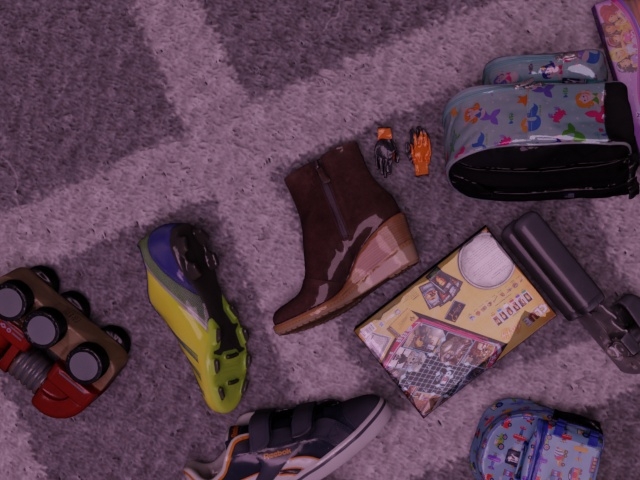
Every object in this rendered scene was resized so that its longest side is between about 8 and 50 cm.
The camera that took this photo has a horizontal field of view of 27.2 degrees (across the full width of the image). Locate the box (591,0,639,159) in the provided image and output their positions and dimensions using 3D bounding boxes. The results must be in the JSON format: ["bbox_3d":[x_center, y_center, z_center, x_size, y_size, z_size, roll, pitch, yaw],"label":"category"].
[{"bbox_3d":[0.517,-0.219,1.836,0.201,0.057,0.293,-18,92,7],"label":"box"}]

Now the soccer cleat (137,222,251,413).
[{"bbox_3d":[-0.187,0.114,1.928,0.121,0.093,0.289,-12,98,37],"label":"soccer cleat"}]

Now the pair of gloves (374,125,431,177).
[{"bbox_3d":[0.118,-0.127,1.896,0.083,0.010,0.074,-2,92,-9],"label":"pair of gloves"}]

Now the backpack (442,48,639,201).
[{"bbox_3d":[0.290,-0.144,1.785,0.254,0.225,0.191,-9,71,11],"label":"backpack"}]

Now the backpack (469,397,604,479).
[{"bbox_3d":[0.301,0.307,1.867,0.173,0.117,0.158,19,95,7],"label":"backpack"}]

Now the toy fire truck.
[{"bbox_3d":[-0.436,0.194,1.924,0.217,0.158,0.246,40,108,1],"label":"toy fire truck"}]

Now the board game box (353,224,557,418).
[{"bbox_3d":[0.193,0.117,1.900,0.243,0.042,0.165,-38,90,7],"label":"board game box"}]

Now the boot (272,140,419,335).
[{"bbox_3d":[0.000,0.000,1.904,0.248,0.090,0.206,-32,78,8],"label":"boot"}]

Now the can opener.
[{"bbox_3d":[0.381,0.068,1.876,0.095,0.076,0.283,-38,89,-25],"label":"can opener"}]

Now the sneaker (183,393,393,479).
[{"bbox_3d":[-0.055,0.295,1.894,0.321,0.126,0.127,-35,96,8],"label":"sneaker"}]
